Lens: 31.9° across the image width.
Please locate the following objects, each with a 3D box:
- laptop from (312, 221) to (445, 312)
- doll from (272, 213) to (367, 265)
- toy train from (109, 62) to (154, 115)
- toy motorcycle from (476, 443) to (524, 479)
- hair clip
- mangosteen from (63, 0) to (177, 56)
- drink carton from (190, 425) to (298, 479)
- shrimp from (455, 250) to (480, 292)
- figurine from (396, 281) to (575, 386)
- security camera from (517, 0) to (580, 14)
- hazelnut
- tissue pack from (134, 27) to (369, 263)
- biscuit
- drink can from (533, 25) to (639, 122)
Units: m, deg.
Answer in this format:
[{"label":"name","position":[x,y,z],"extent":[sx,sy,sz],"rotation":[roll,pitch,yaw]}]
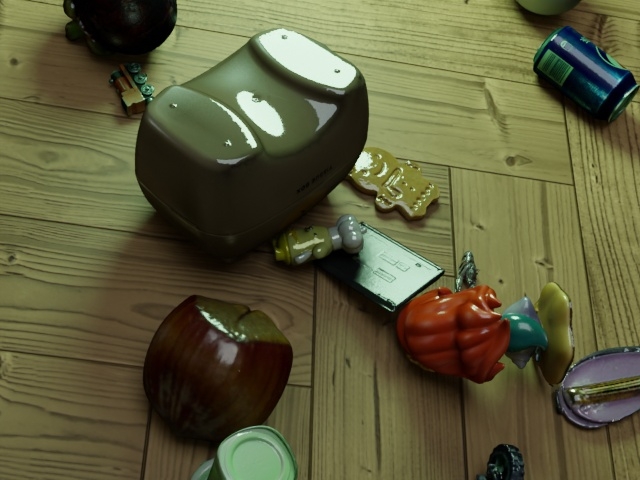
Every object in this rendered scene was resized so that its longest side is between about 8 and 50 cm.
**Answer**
[{"label":"laptop","position":[0.095,0.042,1.893],"extent":[0.135,0.016,0.197],"rotation":[-35,48,-30]},{"label":"doll","position":[0.000,0.000,1.892],"extent":[0.162,0.062,0.106],"rotation":[-12,26,-4]},{"label":"toy train","position":[-0.343,-0.278,2.034],"extent":[0.064,0.044,0.103],"rotation":[-25,65,-16]},{"label":"toy motorcycle","position":[0.281,0.438,1.643],"extent":[0.106,0.159,0.270],"rotation":[10,37,-19]},{"label":"hair clip","position":[0.557,0.233,1.899],"extent":[0.358,0.095,0.110],"rotation":[-9,93,-10]},{"label":"mangosteen","position":[-0.370,-0.446,2.049],"extent":[0.216,0.216,0.216],"rotation":[7,54,-10]},{"label":"drink carton","position":[-0.104,0.344,1.597],"extent":[0.144,0.142,0.146],"rotation":[-18,64,-24]},{"label":"shrimp","position":[0.259,0.061,1.960],"extent":[0.038,0.029,0.092],"rotation":[25,58,-7]},{"label":"figurine","position":[0.267,0.145,1.798],"extent":[0.257,0.181,0.208],"rotation":[0,34,-14]},{"label":"security camera","position":[0.468,-0.588,2.363],"extent":[0.194,0.195,0.236],"rotation":[-19,59,-25]},{"label":"hazelnut","position":[-0.158,0.195,1.683],"extent":[0.212,0.181,0.181],"rotation":[28,25,4]},{"label":"tissue pack","position":[-0.112,-0.154,1.872],"extent":[0.267,0.277,0.387],"rotation":[37,53,21]},{"label":"biscuit","position":[0.130,-0.111,2.047],"extent":[0.133,0.027,0.184],"rotation":[-36,71,-30]},{"label":"drink can","position":[0.533,-0.333,2.250],"extent":[0.205,0.118,0.118],"rotation":[42,56,14]}]
